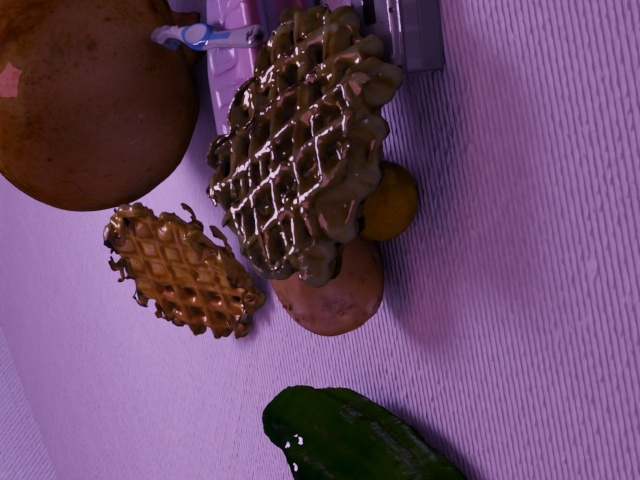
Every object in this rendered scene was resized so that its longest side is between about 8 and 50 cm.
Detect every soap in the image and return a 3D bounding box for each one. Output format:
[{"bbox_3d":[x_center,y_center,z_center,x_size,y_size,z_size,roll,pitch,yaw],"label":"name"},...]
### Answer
[{"bbox_3d":[-0.065,-0.174,1.831,0.193,0.109,0.324,172,88,-67],"label":"soap"}]

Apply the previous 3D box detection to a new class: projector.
[{"bbox_3d":[0.076,-0.254,1.545,0.115,0.061,0.147,-172,74,-67],"label":"projector"}]

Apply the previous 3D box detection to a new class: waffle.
[{"bbox_3d":[-0.211,0.054,2.131,0.262,0.280,0.060,-43,15,52],"label":"waffle"},{"bbox_3d":[-0.027,-0.111,1.575,0.297,0.073,0.317,42,117,49],"label":"waffle"}]

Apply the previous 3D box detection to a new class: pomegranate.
[{"bbox_3d":[-0.351,-0.247,2.133,0.416,0.416,0.417,170,90,-66],"label":"pomegranate"}]

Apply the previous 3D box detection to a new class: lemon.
[{"bbox_3d":[0.071,-0.047,1.612,0.082,0.082,0.111,62,150,34],"label":"lemon"}]

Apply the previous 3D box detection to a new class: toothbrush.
[{"bbox_3d":[-0.152,-0.263,1.810,0.386,0.040,0.040,-165,67,-66],"label":"toothbrush"}]

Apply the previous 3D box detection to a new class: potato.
[{"bbox_3d":[0.000,0.000,1.697,0.150,0.146,0.234,119,139,-69],"label":"potato"}]

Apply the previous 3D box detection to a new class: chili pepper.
[{"bbox_3d":[0.037,0.306,1.696,0.385,0.167,0.213,32,112,59],"label":"chili pepper"}]
